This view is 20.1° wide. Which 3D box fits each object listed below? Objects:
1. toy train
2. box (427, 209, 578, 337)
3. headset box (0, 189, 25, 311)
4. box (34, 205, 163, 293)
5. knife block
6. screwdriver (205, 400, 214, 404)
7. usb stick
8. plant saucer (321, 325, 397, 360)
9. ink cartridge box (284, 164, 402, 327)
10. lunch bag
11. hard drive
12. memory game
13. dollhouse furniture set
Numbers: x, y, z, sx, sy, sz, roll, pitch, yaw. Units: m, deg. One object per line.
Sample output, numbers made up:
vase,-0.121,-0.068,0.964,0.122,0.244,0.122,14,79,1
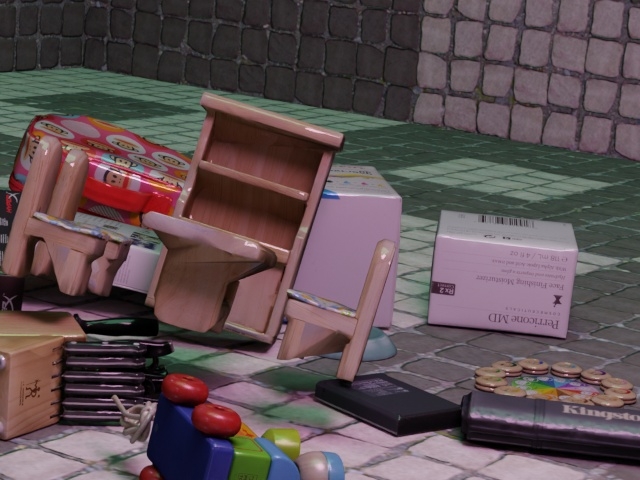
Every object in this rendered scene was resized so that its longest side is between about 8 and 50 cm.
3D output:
toy train,-0.084,0.178,1.597,0.143,0.105,0.248,11,8,-24
box,0.233,0.041,2.327,0.181,0.119,0.182,6,12,4
headset box,-0.478,0.024,1.998,0.293,0.110,0.218,4,26,-13
box,-0.268,0.012,2.255,0.322,0.058,0.232,15,5,-2
knife block,-0.289,0.119,1.807,0.275,0.088,0.242,11,12,27
screwdriver,-0.082,0.181,1.744,0.024,0.025,0.170,-4,14,-37
usb stick,0.275,0.189,1.799,0.278,0.045,0.077,7,11,6
plant saucer,0.032,0.115,2.123,0.119,0.021,0.119,5,12,-1
ink cartridge box,0.000,0.000,2.305,0.171,0.168,0.233,3,11,-7
lunch bag,-0.293,-0.084,2.592,0.293,0.120,0.258,20,11,-8
hard drive,0.072,0.168,1.875,0.094,0.022,0.135,-4,14,-38
memory game,0.261,0.161,2.018,0.186,0.012,0.186,5,11,-1
dollhouse furniture set,-0.095,-0.030,1.932,0.362,0.256,0.394,17,-2,4
